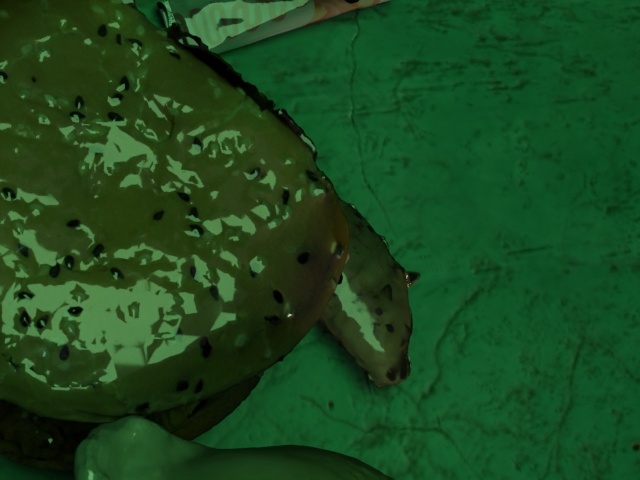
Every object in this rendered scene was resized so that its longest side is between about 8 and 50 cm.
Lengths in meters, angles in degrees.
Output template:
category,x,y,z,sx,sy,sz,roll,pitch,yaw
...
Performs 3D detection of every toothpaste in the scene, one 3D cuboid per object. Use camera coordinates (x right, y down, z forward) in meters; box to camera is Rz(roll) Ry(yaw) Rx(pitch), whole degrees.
category,x,y,z,sx,sy,sz,roll,pitch,yaw
toothpaste,-0.028,-0.187,1.476,0.205,0.036,0.056,-17,81,-23

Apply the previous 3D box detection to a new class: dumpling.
category,x,y,z,sx,sy,sz,roll,pitch,yaw
dumpling,-0.019,0.231,1.184,0.321,0.270,0.211,10,80,-21

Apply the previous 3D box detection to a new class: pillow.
category,x,y,z,sx,sy,sz,roll,pitch,yaw
pillow,0.001,0.001,1.409,0.093,0.051,0.241,-40,89,-24

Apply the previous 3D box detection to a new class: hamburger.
category,x,y,z,sx,sy,sz,roll,pitch,yaw
hamburger,-0.164,0.005,1.260,0.318,0.195,0.277,37,61,0
